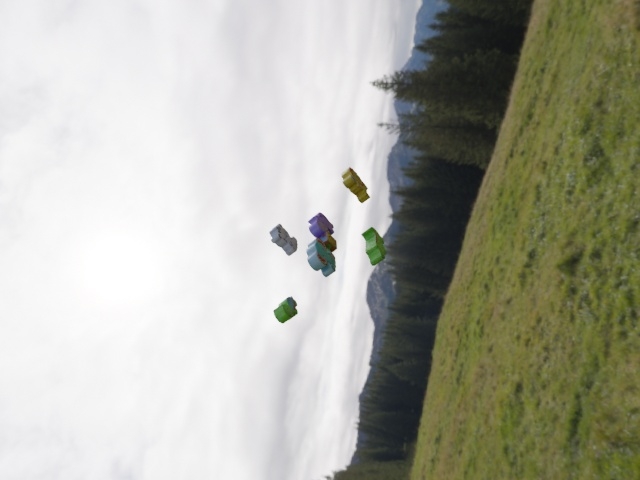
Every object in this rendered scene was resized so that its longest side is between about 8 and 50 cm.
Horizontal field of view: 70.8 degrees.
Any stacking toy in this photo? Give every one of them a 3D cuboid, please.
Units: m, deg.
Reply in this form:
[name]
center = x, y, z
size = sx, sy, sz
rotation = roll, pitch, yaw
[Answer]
[stacking toy]
center = 0.000, 0.000, 0.638
size = 0.052, 0.167, 0.221
rotation = 43, -158, -26
